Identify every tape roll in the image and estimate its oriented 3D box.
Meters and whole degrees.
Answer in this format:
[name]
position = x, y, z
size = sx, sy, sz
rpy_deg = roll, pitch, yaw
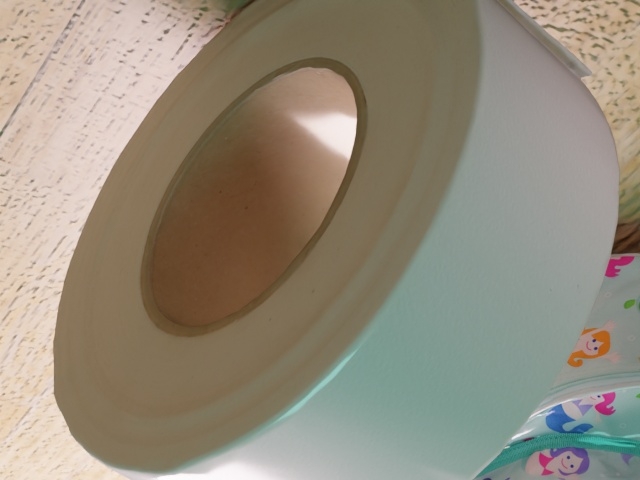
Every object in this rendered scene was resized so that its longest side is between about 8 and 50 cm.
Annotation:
[tape roll]
position = 0.000, 0.000, 0.773
size = 0.286, 0.286, 0.100
rpy_deg = -28, 130, 36

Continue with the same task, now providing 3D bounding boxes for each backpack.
[backpack]
position = 0.182, 0.130, 1.008
size = 0.225, 0.191, 0.253
rpy_deg = 27, 133, -24
